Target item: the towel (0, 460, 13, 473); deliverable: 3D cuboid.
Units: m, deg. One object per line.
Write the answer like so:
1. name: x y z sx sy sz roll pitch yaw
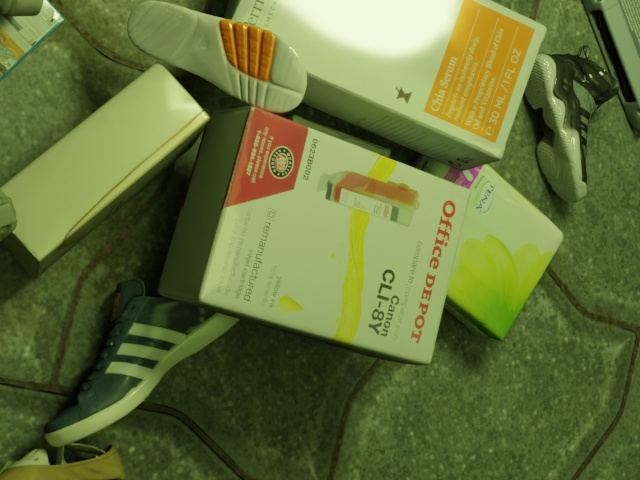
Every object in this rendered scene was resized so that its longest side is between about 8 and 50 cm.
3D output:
1. towel: -0.422 0.395 1.685 0.148 0.027 0.110 38 77 -24

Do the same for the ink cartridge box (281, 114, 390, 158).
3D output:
1. ink cartridge box: -0.016 -0.024 1.849 0.186 0.065 0.311 18 83 -27

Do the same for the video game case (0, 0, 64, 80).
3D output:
1. video game case: -0.456 -0.297 1.631 0.166 0.015 0.119 -49 113 -17

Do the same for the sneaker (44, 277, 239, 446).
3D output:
1. sneaker: -0.281 0.146 1.697 0.350 0.131 0.148 -41 102 -24

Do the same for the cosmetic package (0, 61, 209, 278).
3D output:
1. cosmetic package: -0.312 -0.096 1.626 0.309 0.160 0.113 -44 93 -18

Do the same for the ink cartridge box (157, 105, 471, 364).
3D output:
1. ink cartridge box: 0.000 0.000 1.688 0.385 0.160 0.279 18 82 -28

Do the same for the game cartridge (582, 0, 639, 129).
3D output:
1. game cartridge: 0.603 -0.378 2.151 0.198 0.062 0.297 -33 107 -26

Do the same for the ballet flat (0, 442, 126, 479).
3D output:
1. ballet flat: -0.380 0.326 1.660 0.232 0.080 0.073 7 67 -49

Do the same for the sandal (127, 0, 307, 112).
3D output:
1. sandal: -0.134 -0.263 1.610 0.265 0.076 0.102 25 102 8

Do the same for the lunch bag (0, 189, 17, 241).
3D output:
1. lunch bag: -0.537 0.002 1.414 0.287 0.235 0.168 -11 102 15

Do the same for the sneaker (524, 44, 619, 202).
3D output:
1. sneaker: 0.457 -0.210 2.056 0.153 0.101 0.268 -19 99 -22

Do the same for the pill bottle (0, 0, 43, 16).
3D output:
1. pill bottle: -0.523 -0.356 1.497 0.319 0.176 0.176 -4 95 -25

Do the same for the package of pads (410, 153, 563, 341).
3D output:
1. package of pads: 0.245 -0.006 1.962 0.296 0.101 0.229 39 77 -23

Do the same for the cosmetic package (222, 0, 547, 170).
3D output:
1. cosmetic package: 0.085 -0.298 1.774 0.453 0.161 0.230 21 82 -13
